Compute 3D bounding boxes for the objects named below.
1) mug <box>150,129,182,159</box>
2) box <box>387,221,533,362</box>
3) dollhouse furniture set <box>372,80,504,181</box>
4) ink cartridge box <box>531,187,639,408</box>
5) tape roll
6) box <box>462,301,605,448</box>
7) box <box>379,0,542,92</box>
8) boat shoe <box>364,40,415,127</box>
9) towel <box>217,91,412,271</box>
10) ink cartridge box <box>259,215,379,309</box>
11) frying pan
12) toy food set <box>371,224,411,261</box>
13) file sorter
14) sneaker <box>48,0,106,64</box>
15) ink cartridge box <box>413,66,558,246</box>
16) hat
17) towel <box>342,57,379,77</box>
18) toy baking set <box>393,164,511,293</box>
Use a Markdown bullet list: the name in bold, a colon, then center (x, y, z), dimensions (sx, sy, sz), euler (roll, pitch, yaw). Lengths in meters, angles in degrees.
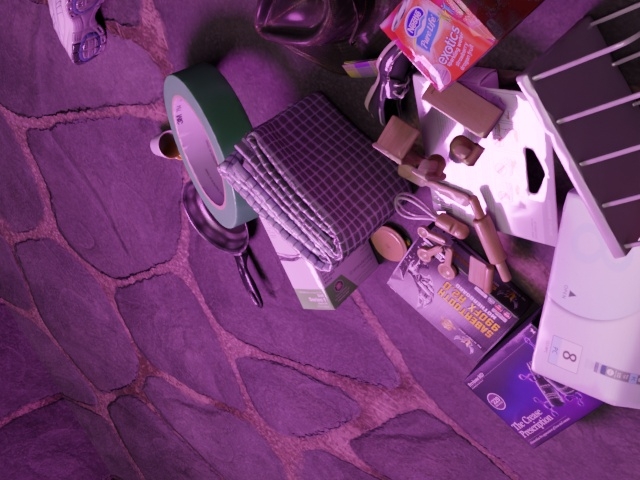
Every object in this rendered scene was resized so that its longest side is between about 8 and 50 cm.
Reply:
- **mug**: center (-0.341, -0.204, 2.085), dimensions (0.064, 0.062, 0.078), euler (5, 120, 54)
- **box**: center (0.250, 0.095, 1.738), dimensions (0.231, 0.056, 0.183), euler (42, 144, 9)
- **dollhouse furniture set**: center (0.197, -0.173, 1.472), dimensions (0.144, 0.123, 0.151), euler (37, 108, 17)
- **ink cartridge box**: center (0.516, 0.116, 1.367), dimensions (0.385, 0.091, 0.308), euler (22, 117, 33)
- **tape roll**: center (-0.205, -0.183, 1.845), dimensions (0.321, 0.077, 0.321), euler (52, 157, 34)
- **box**: center (0.398, 0.236, 1.677), dimensions (0.184, 0.103, 0.261), euler (45, 144, 10)
- **box**: center (0.213, -0.322, 1.218), dimensions (0.122, 0.257, 0.128), euler (48, 145, -2)
- **boat shoe**: center (0.127, -0.253, 1.519), dimensions (0.065, 0.075, 0.206), euler (61, 157, 20)
- **towel**: center (-0.001, -0.115, 1.659), dimensions (0.283, 0.235, 0.121), euler (46, 141, 2)
- **ink cartridge box**: center (0.000, 0.000, 1.825), dimensions (0.093, 0.160, 0.219), euler (0, 123, 45)
- **frying pan**: center (-0.187, -0.009, 2.109), dimensions (0.326, 0.053, 0.197), euler (49, 145, -3)
- **toy food set**: center (0.134, 0.006, 1.809), dimensions (0.082, 0.020, 0.083), euler (42, 144, 8)
- **file sorter**: center (0.424, -0.156, 1.209), dimensions (0.173, 0.193, 0.277), euler (-18, 109, 50)
- **sneaker**: center (-0.519, -0.501, 1.961), dimensions (0.129, 0.111, 0.297), euler (44, 144, 16)
- **ink cartridge box**: center (0.274, -0.138, 1.495), dimensions (0.239, 0.060, 0.275), euler (16, 133, 37)
- **hat**: center (-0.022, -0.381, 1.520), dimensions (0.331, 0.134, 0.331), euler (27, 140, 26)
- **towel**: center (0.083, -0.284, 1.550), dimensions (0.083, 0.009, 0.060), euler (-5, 165, 18)
- **toy baking set**: center (0.216, -0.016, 1.594), dimensions (0.197, 0.030, 0.256), euler (3, 125, 46)
